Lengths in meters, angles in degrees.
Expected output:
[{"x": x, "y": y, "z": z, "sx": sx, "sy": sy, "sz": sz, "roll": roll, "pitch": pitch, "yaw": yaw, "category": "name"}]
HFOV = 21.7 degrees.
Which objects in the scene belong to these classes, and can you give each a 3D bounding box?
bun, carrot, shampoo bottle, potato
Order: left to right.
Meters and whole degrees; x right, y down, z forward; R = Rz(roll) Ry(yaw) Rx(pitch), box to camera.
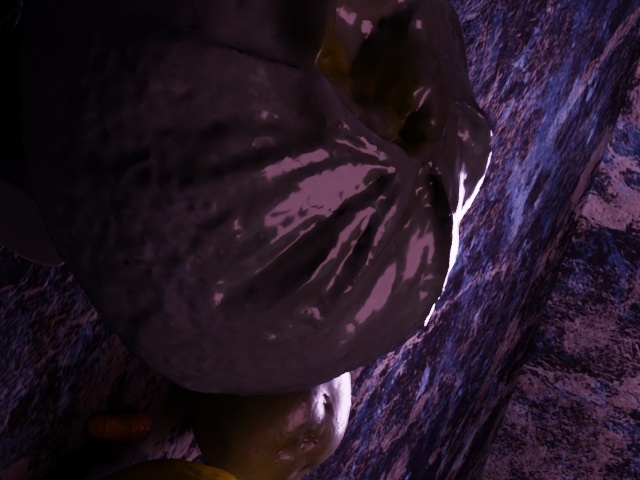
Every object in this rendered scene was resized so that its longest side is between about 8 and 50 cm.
[{"x": -0.143, "y": -0.063, "z": 1.153, "sx": 0.227, "sy": 0.086, "sz": 0.056, "roll": -44, "pitch": 169, "yaw": -50, "category": "shampoo bottle"}, {"x": -0.178, "y": 0.167, "z": 1.490, "sx": 0.032, "sy": 0.032, "sz": 0.093, "roll": -65, "pitch": 160, "yaw": 3, "category": "carrot"}, {"x": -0.046, "y": 0.157, "z": 1.664, "sx": 0.178, "sy": 0.160, "sz": 0.235, "roll": -43, "pitch": 173, "yaw": 2, "category": "potato"}, {"x": -0.026, "y": -0.080, "z": 1.074, "sx": 0.362, "sy": 0.211, "sz": 0.361, "roll": 12, "pitch": 75, "yaw": -51, "category": "bun"}]

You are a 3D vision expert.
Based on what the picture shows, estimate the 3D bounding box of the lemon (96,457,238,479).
[{"x": -0.135, "y": 0.308, "z": 1.485, "sx": 0.236, "sy": 0.236, "sz": 0.263, "roll": -50, "pitch": 152, "yaw": -38, "category": "lemon"}]
